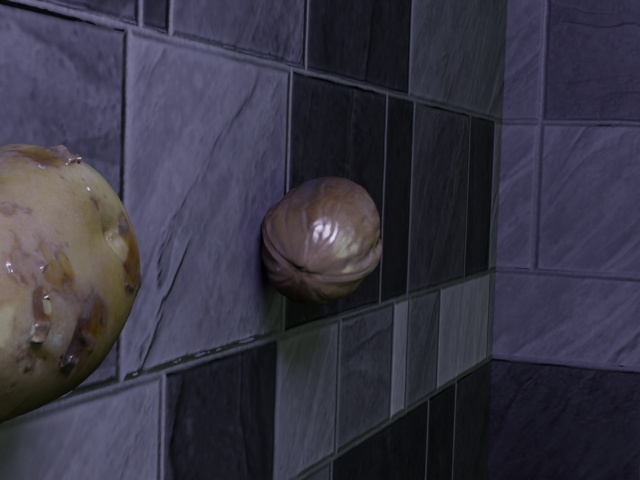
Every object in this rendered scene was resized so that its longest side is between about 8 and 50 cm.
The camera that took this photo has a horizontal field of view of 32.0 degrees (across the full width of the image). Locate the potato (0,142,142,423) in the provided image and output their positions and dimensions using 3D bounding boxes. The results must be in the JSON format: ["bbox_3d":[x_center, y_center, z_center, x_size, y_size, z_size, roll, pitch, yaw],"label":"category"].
[{"bbox_3d":[-0.207,0.032,0.697,0.262,0.164,0.165,-50,139,-64],"label":"potato"}]

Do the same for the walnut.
[{"bbox_3d":[0.001,0.001,1.248,0.162,0.140,0.140,-32,123,-51],"label":"walnut"}]
